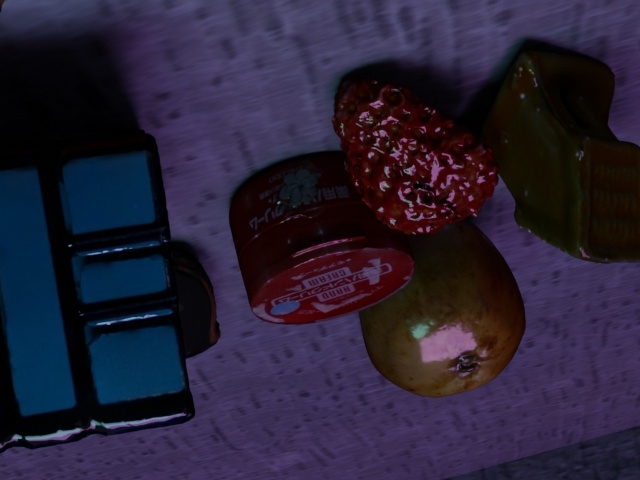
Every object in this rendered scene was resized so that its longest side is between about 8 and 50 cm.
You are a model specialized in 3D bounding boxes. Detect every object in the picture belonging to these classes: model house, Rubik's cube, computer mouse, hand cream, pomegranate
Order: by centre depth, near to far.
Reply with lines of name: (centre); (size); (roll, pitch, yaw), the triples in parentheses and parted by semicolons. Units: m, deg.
Rubik's cube: (-0.289, 0.042, 1.267); (0.283, 0.288, 0.293); (-7, -174, -8)
model house: (0.323, -0.078, 1.478); (0.268, 0.239, 0.173); (1, 142, -42)
hand cream: (0.000, 0.000, 1.602); (0.230, 0.149, 0.230); (-11, 153, -6)
computer mouse: (-0.236, 0.114, 1.771); (0.183, 0.116, 0.323); (-6, 156, -3)
pomegranate: (0.161, 0.086, 1.771); (0.229, 0.270, 0.252); (-20, 126, -1)

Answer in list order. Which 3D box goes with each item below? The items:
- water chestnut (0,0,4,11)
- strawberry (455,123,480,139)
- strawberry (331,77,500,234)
water chestnut: (-0.256, -0.252, 0.713); (0.335, 0.347, 0.335); (-18, 164, -6)
strawberry: (0.166, -0.111, 1.568); (0.104, 0.048, 0.152); (-37, 151, 32)
strawberry: (0.090, -0.081, 1.436); (0.190, 0.111, 0.236); (-1, 149, 42)
